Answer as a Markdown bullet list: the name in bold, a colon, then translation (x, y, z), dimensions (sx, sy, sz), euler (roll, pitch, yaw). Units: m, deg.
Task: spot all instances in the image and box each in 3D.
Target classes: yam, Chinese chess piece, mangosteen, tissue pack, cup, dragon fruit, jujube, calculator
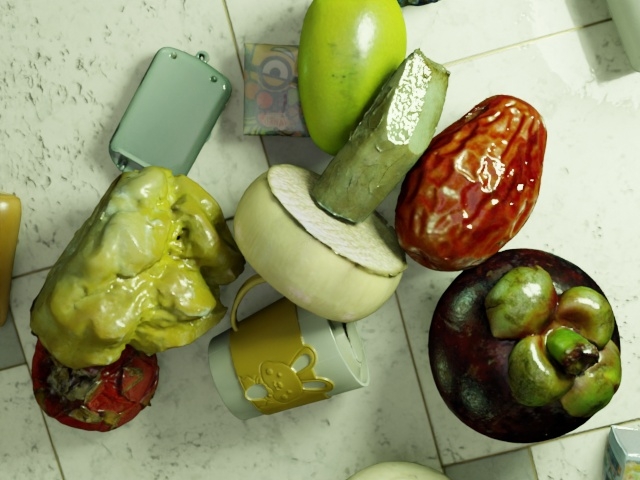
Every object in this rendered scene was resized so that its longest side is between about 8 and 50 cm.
- **yam**: translation (0.099, -0.147, 1.194), dimensions (0.106, 0.106, 0.259), euler (37, 105, -1)
- **Chinese chess piece**: translation (0.000, 0.000, 1.233), dimensions (0.270, 0.270, 0.112), euler (36, 111, -1)
- **mangosteen**: translation (0.305, 0.166, 1.225), dimensions (0.300, 0.300, 0.300), euler (0, 96, 4)
- **tissue pack**: translation (-0.068, -0.240, 1.316), dimensions (0.108, 0.060, 0.148), euler (3, 96, 5)
- **cup**: translation (-0.061, 0.157, 1.296), dimensions (0.226, 0.185, 0.241), euler (-25, 110, 12)
- **dragon fruit**: translation (-0.389, 0.221, 1.343), dimensions (0.218, 0.148, 0.224), euler (-11, 95, 6)
- **jujube**: translation (0.228, -0.087, 1.242), dimensions (0.197, 0.197, 0.290), euler (37, 78, -1)
- **calculator**: translation (-0.245, -0.199, 1.339), dimensions (0.141, 0.045, 0.246), euler (29, 97, 0)

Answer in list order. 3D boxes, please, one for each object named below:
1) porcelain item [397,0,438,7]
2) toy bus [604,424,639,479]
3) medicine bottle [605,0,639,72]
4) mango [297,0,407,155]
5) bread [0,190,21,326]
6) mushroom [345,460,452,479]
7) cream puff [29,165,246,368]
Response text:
- **porcelain item**: translation (0.227, -0.467, 1.236), dimensions (0.287, 0.138, 0.186), euler (-10, 100, 6)
- **toy bus**: translation (0.632, 0.382, 1.320), dimensions (0.329, 0.109, 0.136), euler (6, 106, 3)
- **medicine bottle**: translation (0.492, -0.450, 1.181), dimensions (0.211, 0.211, 0.372), euler (-21, 94, 6)
- **mango**: translation (0.044, -0.263, 1.245), dimensions (0.149, 0.185, 0.273), euler (15, 98, 24)
- **bread**: translation (-0.559, 0.036, 1.372), dimensions (0.092, 0.074, 0.239), euler (9, 97, -2)
- **mushroom**: translation (0.116, 0.537, 1.297), dimensions (0.314, 0.314, 0.336), euler (17, 122, 2)
- **cream puff**: translation (-0.268, 0.064, 1.252), dimensions (0.257, 0.324, 0.291), euler (30, 133, -16)
